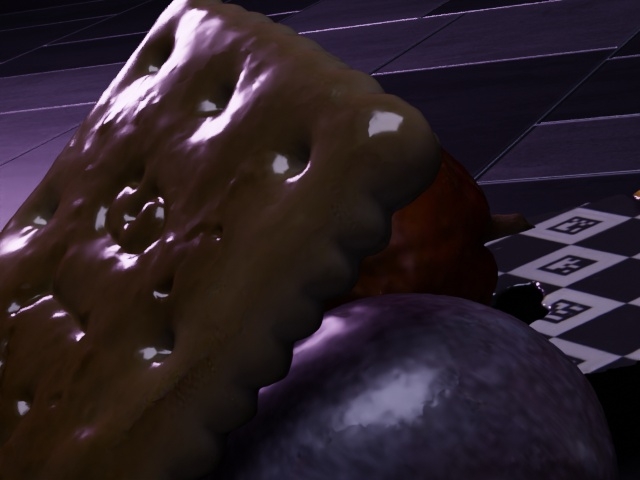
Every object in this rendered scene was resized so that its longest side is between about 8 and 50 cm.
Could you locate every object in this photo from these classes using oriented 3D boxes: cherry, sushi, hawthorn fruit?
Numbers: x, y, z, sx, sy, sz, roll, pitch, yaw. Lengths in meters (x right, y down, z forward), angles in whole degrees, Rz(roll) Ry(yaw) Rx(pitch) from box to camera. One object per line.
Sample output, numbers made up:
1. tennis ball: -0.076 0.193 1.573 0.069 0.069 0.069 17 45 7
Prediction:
1. cherry: 0.027 0.091 0.614 0.176 0.140 0.176 -30 30 20
2. sushi: 0.069 0.061 0.873 0.290 0.050 0.264 -14 17 -3
3. hawthorn fruit: -0.014 0.003 0.751 0.179 0.173 0.173 -19 10 35

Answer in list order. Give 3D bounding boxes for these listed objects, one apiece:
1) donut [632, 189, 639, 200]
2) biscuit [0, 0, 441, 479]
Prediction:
1. donut: 0.233 -0.022 0.973 0.083 0.038 0.067 28 6 10
2. biscuit: -0.101 0.052 0.629 0.325 0.044 0.217 -53 36 2
